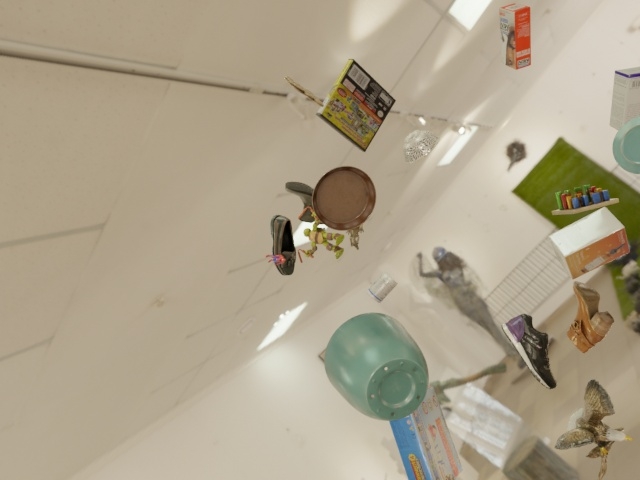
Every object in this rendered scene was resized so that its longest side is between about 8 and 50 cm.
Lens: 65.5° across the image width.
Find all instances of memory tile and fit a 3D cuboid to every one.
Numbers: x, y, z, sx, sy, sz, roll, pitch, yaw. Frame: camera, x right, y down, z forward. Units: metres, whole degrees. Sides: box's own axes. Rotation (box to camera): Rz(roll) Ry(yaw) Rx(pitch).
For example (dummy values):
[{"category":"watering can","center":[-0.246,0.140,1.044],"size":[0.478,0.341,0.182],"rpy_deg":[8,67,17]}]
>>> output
[{"category":"memory tile","center":[-0.049,-0.437,1.450],"size":[0.012,0.113,0.148],"rpy_deg":[-54,30,16]}]

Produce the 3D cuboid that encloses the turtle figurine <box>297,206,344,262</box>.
[{"category":"turtle figurine","center":[0.000,0.000,2.131],"size":[0.087,0.217,0.269],"rpy_deg":[-19,-54,-50]}]

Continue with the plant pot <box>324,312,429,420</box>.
[{"category":"plant pot","center":[0.180,0.387,1.463],"size":[0.293,0.293,0.235],"rpy_deg":[-47,17,-2]}]

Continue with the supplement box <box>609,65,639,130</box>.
[{"category":"supplement box","center":[1.182,-0.532,1.877],"size":[0.114,0.111,0.220],"rpy_deg":[-87,-12,-62]}]

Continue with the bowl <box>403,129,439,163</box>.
[{"category":"bowl","center":[0.405,-0.409,2.083],"size":[0.170,0.080,0.170],"rpy_deg":[-36,21,17]}]

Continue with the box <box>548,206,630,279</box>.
[{"category":"box","center":[0.761,0.010,1.411],"size":[0.170,0.091,0.130],"rpy_deg":[-31,-48,15]}]

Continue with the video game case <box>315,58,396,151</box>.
[{"category":"video game case","center":[0.144,-0.523,1.949],"size":[0.275,0.035,0.248],"rpy_deg":[31,-90,-38]}]

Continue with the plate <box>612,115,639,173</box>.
[{"category":"plate","center":[1.015,-0.302,1.560],"size":[0.024,0.188,0.188],"rpy_deg":[0,-44,-40]}]

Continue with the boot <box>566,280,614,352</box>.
[{"category":"boot","center":[0.817,0.238,1.559],"size":[0.197,0.073,0.152],"rpy_deg":[-93,13,-50]}]

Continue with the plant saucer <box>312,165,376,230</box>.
[{"category":"plant saucer","center":[0.059,-0.109,1.273],"size":[0.168,0.168,0.029],"rpy_deg":[-49,19,6]}]

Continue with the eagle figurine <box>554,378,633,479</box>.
[{"category":"eagle figurine","center":[0.879,0.602,1.608],"size":[0.225,0.298,0.226],"rpy_deg":[-33,34,30]}]

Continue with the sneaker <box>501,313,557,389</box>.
[{"category":"sneaker","center":[0.801,0.404,1.832],"size":[0.124,0.283,0.107],"rpy_deg":[-37,-16,19]}]

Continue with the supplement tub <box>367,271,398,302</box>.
[{"category":"supplement tub","center":[0.237,0.180,1.908],"size":[0.107,0.071,0.071],"rpy_deg":[-49,-14,7]}]

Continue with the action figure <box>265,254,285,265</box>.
[{"category":"action figure","center":[-0.168,0.073,1.897],"size":[0.030,0.038,0.115],"rpy_deg":[-30,18,-36]}]

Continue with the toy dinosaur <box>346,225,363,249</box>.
[{"category":"toy dinosaur","center":[0.115,-0.047,1.600],"size":[0.092,0.053,0.183],"rpy_deg":[-72,-7,-65]}]

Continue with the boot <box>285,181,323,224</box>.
[{"category":"boot","center":[-0.059,-0.149,2.131],"size":[0.247,0.083,0.161],"rpy_deg":[14,-62,-26]}]

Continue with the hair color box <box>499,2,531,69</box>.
[{"category":"hair color box","center":[0.580,-0.607,1.482],"size":[0.053,0.093,0.167],"rpy_deg":[-19,-57,-1]}]

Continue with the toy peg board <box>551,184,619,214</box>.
[{"category":"toy peg board","center":[0.925,-0.149,1.760],"size":[0.161,0.079,0.160],"rpy_deg":[-15,1,0]}]

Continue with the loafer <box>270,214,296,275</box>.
[{"category":"loafer","center":[-0.146,0.027,2.057],"size":[0.096,0.084,0.267],"rpy_deg":[-25,-66,-39]}]

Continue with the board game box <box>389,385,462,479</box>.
[{"category":"board game box","center":[0.359,0.682,1.704],"size":[0.086,0.308,0.302],"rpy_deg":[-25,-17,24]}]
